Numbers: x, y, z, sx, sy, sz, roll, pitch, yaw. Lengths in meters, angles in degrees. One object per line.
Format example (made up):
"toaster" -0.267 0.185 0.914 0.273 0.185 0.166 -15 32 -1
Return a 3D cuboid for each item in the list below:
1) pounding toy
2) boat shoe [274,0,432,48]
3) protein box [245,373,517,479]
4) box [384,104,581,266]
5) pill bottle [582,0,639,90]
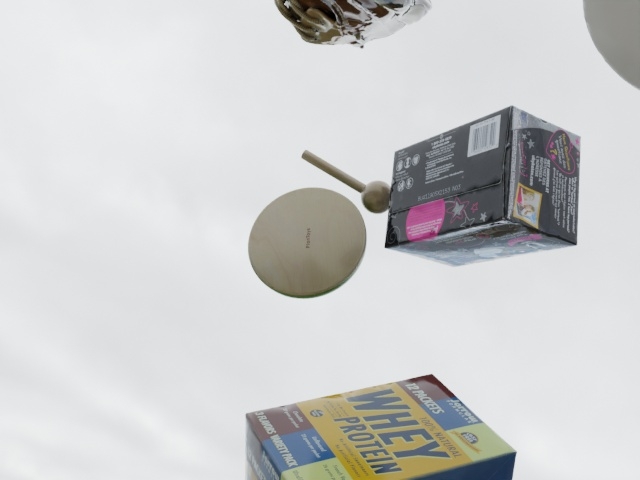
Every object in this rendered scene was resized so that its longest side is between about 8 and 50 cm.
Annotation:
"pounding toy" 0.000 0.000 1.239 0.183 0.237 0.110 23 -21 21
"boat shoe" 0.019 -0.240 0.769 0.120 0.122 0.324 -32 -5 20
"protein box" 0.045 0.255 0.711 0.200 0.201 0.136 -7 23 -23
"box" 0.224 -0.066 1.108 0.142 0.163 0.247 17 -17 -30
"pill bottle" 0.297 -0.223 0.514 0.161 0.283 0.161 31 -29 19
